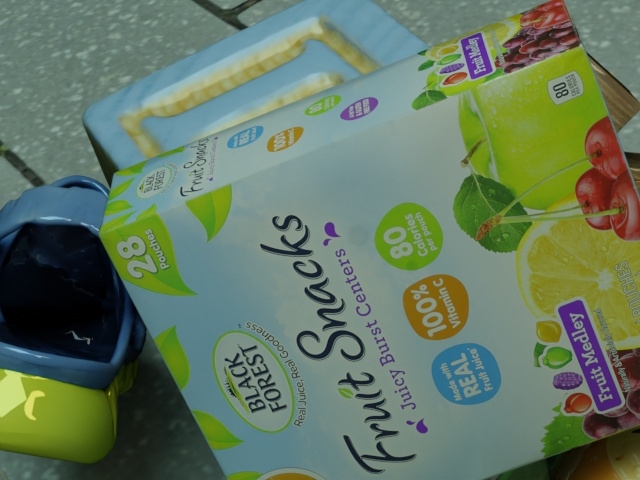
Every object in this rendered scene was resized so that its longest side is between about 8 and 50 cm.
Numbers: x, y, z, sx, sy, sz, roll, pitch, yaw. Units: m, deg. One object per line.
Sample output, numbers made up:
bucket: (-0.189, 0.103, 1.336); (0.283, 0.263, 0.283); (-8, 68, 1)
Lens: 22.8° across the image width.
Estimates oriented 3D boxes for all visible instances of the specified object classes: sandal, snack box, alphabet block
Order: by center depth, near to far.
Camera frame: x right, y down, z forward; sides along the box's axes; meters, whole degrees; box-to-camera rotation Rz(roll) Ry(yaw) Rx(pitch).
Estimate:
snack box: (0.037, 0.020, 0.672); (0.207, 0.174, 0.070); (-21, 24, 11)
alphabet block: (0.000, 0.000, 0.930); (0.192, 0.197, 0.193); (-27, 39, -10)
sandal: (-0.149, 0.026, 0.935); (0.126, 0.138, 0.317); (15, 6, -14)

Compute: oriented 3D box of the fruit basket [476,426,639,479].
fruit basket: (0.135, 0.168, 0.665); (0.327, 0.165, 0.353); (-45, 25, -29)

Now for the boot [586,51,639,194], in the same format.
boot: (0.141, 0.014, 0.807); (0.152, 0.197, 0.073); (-48, -1, 14)

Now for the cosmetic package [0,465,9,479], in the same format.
cosmetic package: (-0.321, 0.260, 0.775); (0.217, 0.156, 0.385); (10, 47, 33)
